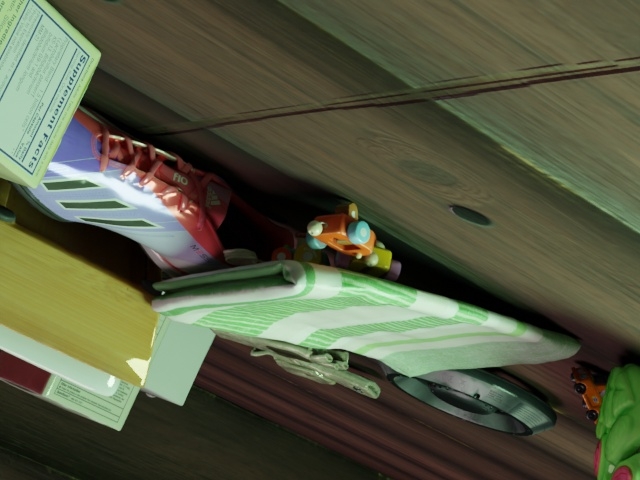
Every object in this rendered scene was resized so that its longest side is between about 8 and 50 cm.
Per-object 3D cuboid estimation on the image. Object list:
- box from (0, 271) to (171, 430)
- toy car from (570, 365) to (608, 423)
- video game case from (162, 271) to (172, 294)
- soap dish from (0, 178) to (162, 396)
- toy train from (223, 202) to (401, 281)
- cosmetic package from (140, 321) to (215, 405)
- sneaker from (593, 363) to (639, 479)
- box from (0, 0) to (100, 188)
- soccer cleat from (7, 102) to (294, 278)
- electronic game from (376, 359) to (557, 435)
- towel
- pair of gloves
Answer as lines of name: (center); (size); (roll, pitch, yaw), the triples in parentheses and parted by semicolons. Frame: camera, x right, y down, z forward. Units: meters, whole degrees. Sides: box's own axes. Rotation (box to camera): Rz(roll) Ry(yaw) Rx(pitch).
box: (-0.302, 0.111, 1.899); (0.127, 0.232, 0.148); (13, 164, 43)
toy car: (0.281, 0.149, 1.468); (0.040, 0.060, 0.122); (-24, 177, 10)
video game case: (-0.183, 0.053, 1.784); (0.143, 0.019, 0.157); (-4, -176, -32)
soap dish: (-0.263, 0.014, 1.435); (0.229, 0.118, 0.291); (28, -163, -17)
toy train: (0.000, 0.000, 1.250); (0.125, 0.046, 0.166); (26, 156, -39)
cosmetic package: (-0.358, 0.103, 2.175); (0.365, 0.155, 0.197); (32, 166, -39)
sneaker: (0.384, 0.233, 1.367); (0.202, 0.185, 0.483); (-3, 161, 26)
box: (-0.313, -0.158, 1.001); (0.214, 0.117, 0.243); (18, 166, 25)
soccer cleat: (-0.149, -0.046, 1.263); (0.116, 0.108, 0.318); (-5, 154, 34)
electronic game: (0.174, 0.178, 1.731); (0.229, 0.048, 0.229); (22, 167, 6)
towel: (0.038, 0.078, 1.333); (0.325, 0.038, 0.248); (18, 162, -34)
pair of gloves: (-0.032, 0.162, 2.087); (0.204, 0.042, 0.240); (13, 167, 28)
